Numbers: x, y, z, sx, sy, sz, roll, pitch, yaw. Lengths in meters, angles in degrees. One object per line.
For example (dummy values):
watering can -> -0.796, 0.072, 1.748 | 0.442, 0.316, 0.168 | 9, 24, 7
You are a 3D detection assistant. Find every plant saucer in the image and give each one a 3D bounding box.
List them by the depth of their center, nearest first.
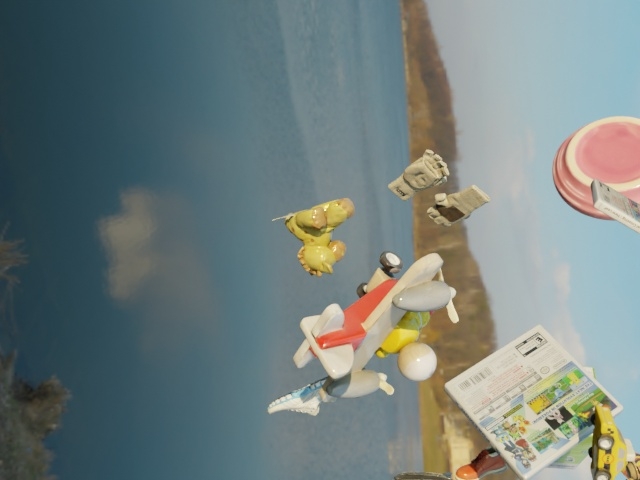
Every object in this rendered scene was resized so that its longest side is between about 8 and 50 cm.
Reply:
plant saucer -> 0.786, -0.209, 1.970 | 0.084, 0.332, 0.332 | 58, 27, -51

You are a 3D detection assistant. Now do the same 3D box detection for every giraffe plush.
giraffe plush -> 0.000, 0.000, 1.865 | 0.181, 0.210, 0.170 | -66, 139, -83

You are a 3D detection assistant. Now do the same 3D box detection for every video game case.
video game case -> 0.675, -0.056, 1.600 | 0.023, 0.193, 0.212 | -61, 173, 23
video game case -> 0.530, 0.397, 1.861 | 0.300, 0.329, 0.036 | 50, -23, 33

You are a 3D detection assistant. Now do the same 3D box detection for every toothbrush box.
toothbrush box -> 0.695, 0.507, 2.113 | 0.283, 0.122, 0.206 | 92, 2, -55

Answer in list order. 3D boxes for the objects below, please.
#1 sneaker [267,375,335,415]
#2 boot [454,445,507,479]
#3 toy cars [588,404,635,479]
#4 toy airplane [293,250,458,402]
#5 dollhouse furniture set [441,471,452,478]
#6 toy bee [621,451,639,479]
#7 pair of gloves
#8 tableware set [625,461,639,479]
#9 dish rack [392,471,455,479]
sneaker -> -0.048, 0.430, 1.949 | 0.082, 0.191, 0.071 | 67, 10, 5
boot -> 0.451, 0.629, 2.101 | 0.059, 0.158, 0.084 | -127, -157, -60
toy cars -> 0.656, 0.570, 1.648 | 0.176, 0.087, 0.393 | 63, 29, -67
toy airplane -> 0.133, 0.209, 1.623 | 0.272, 0.384, 0.386 | 43, -8, 13
dollhouse furniture set -> 0.326, 0.954, 2.645 | 0.303, 0.356, 0.173 | -42, -125, 42
toy bee -> 1.000, 0.680, 2.067 | 0.162, 0.299, 0.195 | -83, 169, -65
pair of gloves -> 0.337, -0.140, 2.103 | 0.204, 0.240, 0.042 | -44, -164, 52
tableware set -> 0.768, 0.609, 1.784 | 0.141, 0.020, 0.168 | -102, 180, -62
dish rack -> 0.311, 0.754, 2.033 | 0.074, 0.208, 0.271 | -47, 119, -51
